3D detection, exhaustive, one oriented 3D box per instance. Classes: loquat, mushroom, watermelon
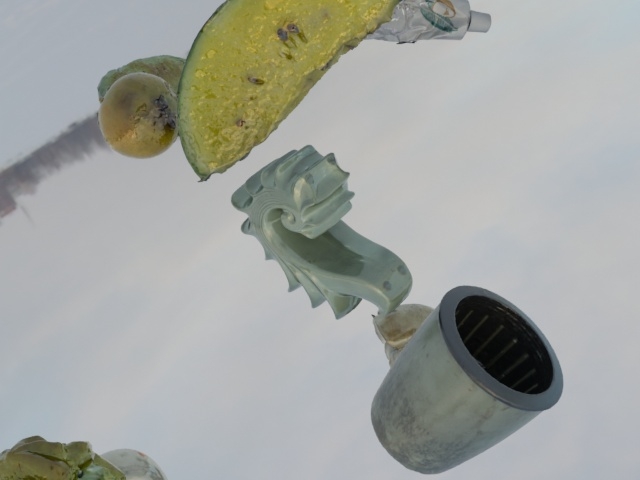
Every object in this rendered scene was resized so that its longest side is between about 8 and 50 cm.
[{"bbox_3d":[-0.368,-0.247,1.850,0.205,0.172,0.149,-2,-176,29],"label":"loquat"},{"bbox_3d":[0.250,0.267,2.292,0.189,0.253,0.195,-27,-146,2],"label":"mushroom"},{"bbox_3d":[-0.051,-0.195,0.997,0.301,0.129,0.123,-43,153,17],"label":"watermelon"}]

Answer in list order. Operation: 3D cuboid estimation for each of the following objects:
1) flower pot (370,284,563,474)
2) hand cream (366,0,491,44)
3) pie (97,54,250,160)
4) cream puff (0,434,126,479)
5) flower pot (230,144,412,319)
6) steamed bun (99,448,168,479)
[{"bbox_3d":[0.276,0.304,1.871,0.330,0.294,0.293,-54,179,34],"label":"flower pot"},{"bbox_3d":[0.099,-0.277,1.138,0.257,0.084,0.050,-5,-163,-26],"label":"hand cream"},{"bbox_3d":[-0.316,-0.306,2.104,0.078,0.371,0.296,117,-9,-49],"label":"pie"},{"bbox_3d":[-0.376,0.355,1.252,0.195,0.194,0.221,-28,-152,18],"label":"cream puff"},{"bbox_3d":[0.000,0.000,1.849,0.164,0.367,0.254,-43,-166,-37],"label":"flower pot"},{"bbox_3d":[-0.347,0.460,1.607,0.177,0.228,0.131,-12,-157,-21],"label":"steamed bun"}]
